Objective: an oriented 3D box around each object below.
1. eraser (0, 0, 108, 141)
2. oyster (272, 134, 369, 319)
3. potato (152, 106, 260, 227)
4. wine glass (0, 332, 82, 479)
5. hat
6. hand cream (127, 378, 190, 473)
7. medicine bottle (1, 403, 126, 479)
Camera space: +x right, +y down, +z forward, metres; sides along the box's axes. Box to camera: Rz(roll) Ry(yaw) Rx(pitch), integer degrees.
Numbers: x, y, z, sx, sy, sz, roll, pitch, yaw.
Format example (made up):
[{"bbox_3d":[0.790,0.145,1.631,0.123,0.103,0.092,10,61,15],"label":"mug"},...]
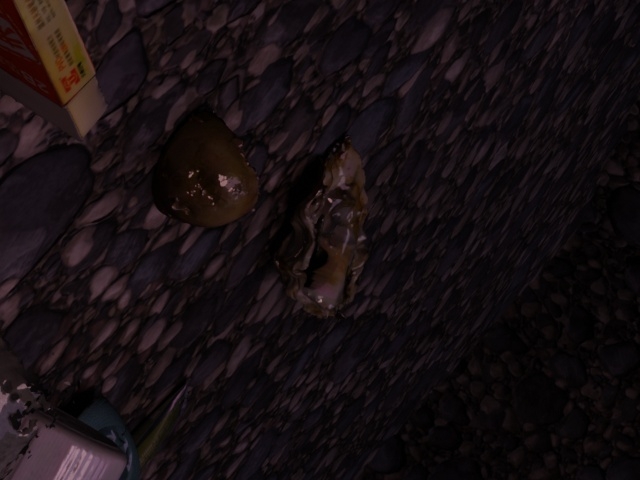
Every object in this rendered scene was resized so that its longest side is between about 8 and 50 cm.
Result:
[{"bbox_3d":[-0.223,-0.162,0.930,0.038,0.157,0.230,-52,164,-15],"label":"eraser"},{"bbox_3d":[-0.004,0.002,2.012,0.354,0.107,0.201,78,30,-54],"label":"oyster"},{"bbox_3d":[-0.132,-0.044,1.547,0.089,0.100,0.172,-36,160,-33],"label":"potato"},{"bbox_3d":[-0.377,0.187,1.197,0.357,0.190,0.190,-44,162,-12],"label":"wine glass"},{"bbox_3d":[-0.294,0.264,1.775,0.138,0.078,0.191,-55,147,-24],"label":"hat"},{"bbox_3d":[-0.251,0.289,1.997,0.235,0.055,0.086,-50,168,-37],"label":"hand cream"},{"bbox_3d":[-0.358,0.355,1.507,0.395,0.242,0.242,-59,165,-10],"label":"medicine bottle"}]
